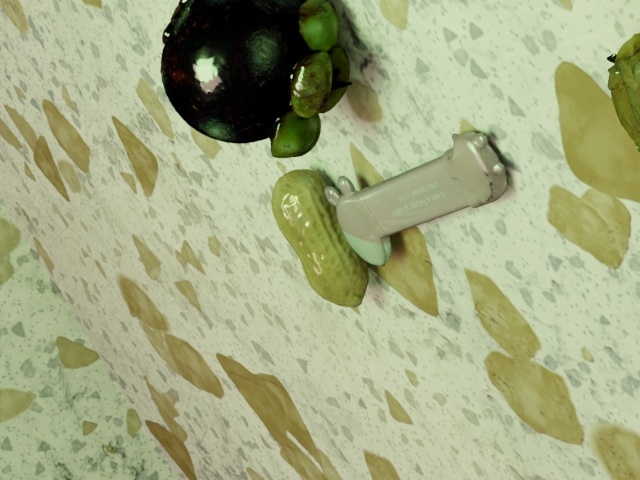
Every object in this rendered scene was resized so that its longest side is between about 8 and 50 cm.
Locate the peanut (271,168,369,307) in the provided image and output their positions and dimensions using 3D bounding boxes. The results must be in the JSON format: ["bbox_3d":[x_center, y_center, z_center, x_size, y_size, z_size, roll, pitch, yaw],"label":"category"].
[{"bbox_3d":[0.000,0.000,2.150,0.098,0.090,0.214,-3,117,58],"label":"peanut"}]

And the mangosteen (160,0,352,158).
[{"bbox_3d":[-0.079,-0.216,1.901,0.243,0.243,0.243,41,151,28],"label":"mangosteen"}]

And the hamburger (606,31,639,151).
[{"bbox_3d":[0.347,-0.119,1.389,0.183,0.130,0.206,56,174,1],"label":"hamburger"}]

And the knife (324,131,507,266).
[{"bbox_3d":[0.119,-0.053,1.940,0.132,0.038,0.398,56,154,-6],"label":"knife"}]
